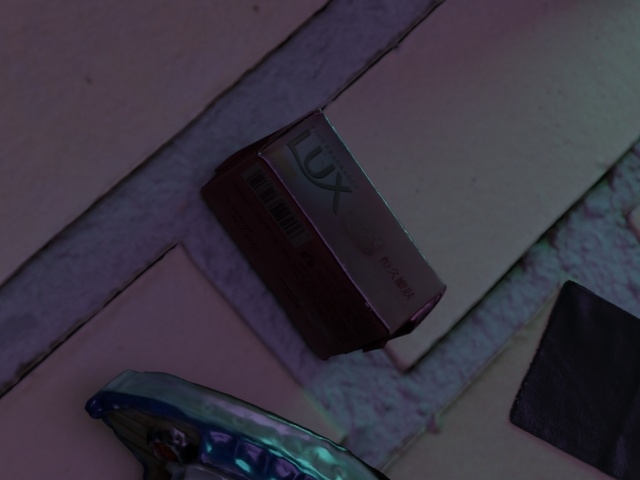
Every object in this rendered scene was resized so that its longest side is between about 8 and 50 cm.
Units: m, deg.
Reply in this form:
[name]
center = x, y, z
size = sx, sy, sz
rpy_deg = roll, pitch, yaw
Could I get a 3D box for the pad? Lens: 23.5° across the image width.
[pad]
center = 0.236, 0.121, 1.109
size = 0.193, 0.004, 0.116
rpy_deg = 28, 73, -12

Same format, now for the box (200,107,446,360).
[box]
center = 0.000, 0.000, 0.993
size = 0.060, 0.111, 0.156
rpy_deg = -37, 95, -28

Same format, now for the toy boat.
[toy boat]
center = -0.037, 0.179, 0.944
size = 0.262, 0.114, 0.115
rpy_deg = 29, 60, -16
